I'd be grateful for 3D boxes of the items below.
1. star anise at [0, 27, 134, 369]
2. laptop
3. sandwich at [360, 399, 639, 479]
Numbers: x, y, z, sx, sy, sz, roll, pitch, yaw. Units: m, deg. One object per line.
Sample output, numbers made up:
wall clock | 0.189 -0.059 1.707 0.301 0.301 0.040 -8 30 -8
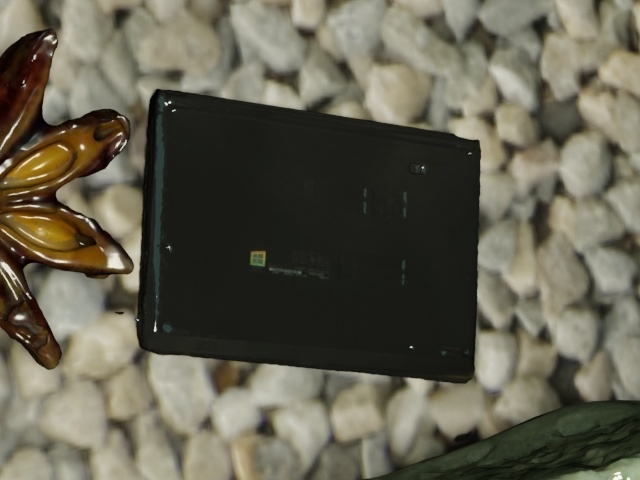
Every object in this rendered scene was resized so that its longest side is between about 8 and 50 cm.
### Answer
star anise | -0.193 -0.028 0.835 0.234 0.073 0.177 21 86 -27
laptop | 0.000 0.000 0.968 0.197 0.016 0.135 6 79 -27
sandwich | 0.139 0.141 0.876 0.325 0.262 0.131 -12 85 -30
